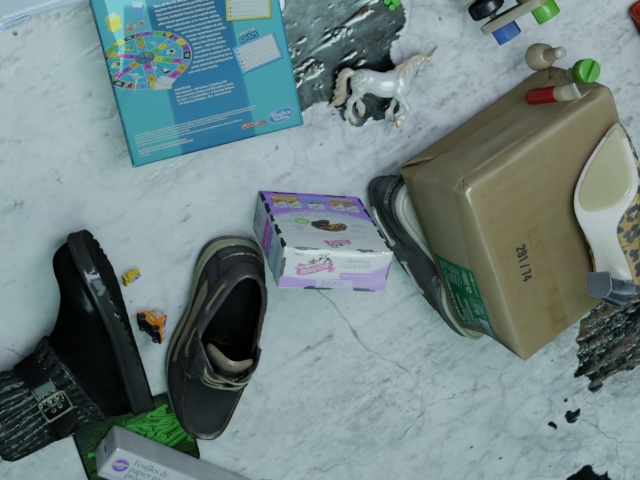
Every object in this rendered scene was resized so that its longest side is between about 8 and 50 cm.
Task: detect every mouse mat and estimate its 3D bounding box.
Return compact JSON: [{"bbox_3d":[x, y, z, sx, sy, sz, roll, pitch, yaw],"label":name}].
[{"bbox_3d":[-0.303,0.330,2.087,0.189,0.007,0.153,-17,119,-7],"label":"mouse mat"}]

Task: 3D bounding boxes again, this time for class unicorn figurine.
[{"bbox_3d":[0.099,-0.226,1.876,0.162,0.060,0.111,-1,117,-14],"label":"unicorn figurine"}]

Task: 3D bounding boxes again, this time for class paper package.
[{"bbox_3d":[0.317,-0.042,1.923,0.309,0.168,0.325,-34,122,-18],"label":"paper package"}]

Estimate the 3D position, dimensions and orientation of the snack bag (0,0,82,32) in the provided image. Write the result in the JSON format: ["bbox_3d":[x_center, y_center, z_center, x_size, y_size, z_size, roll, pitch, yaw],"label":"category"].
[{"bbox_3d":[-0.324,-0.455,1.571,0.323,0.037,0.342,-21,96,-14],"label":"snack bag"}]

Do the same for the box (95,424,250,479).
[{"bbox_3d":[-0.218,0.401,2.105,0.324,0.067,0.063,28,109,-28],"label":"box"}]

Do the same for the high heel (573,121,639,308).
[{"bbox_3d":[0.439,-0.032,1.877,0.186,0.093,0.261,16,80,-63],"label":"high heel"}]

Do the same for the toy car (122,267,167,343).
[{"bbox_3d":[-0.261,0.099,1.953,0.040,0.060,0.122,-36,133,-32],"label":"toy car"}]

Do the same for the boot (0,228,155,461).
[{"bbox_3d":[-0.410,0.167,1.903,0.260,0.131,0.348,-16,120,-6],"label":"boot"}]

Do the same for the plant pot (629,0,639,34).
[{"bbox_3d":[0.664,-0.266,1.905,0.267,0.267,0.236,-30,132,1],"label":"plant pot"}]

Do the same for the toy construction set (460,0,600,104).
[{"bbox_3d":[0.340,-0.345,1.731,0.257,0.237,0.309,-9,96,-16],"label":"toy construction set"}]

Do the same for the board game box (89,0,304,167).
[{"bbox_3d":[-0.179,-0.293,1.758,0.253,0.079,0.336,-15,119,-7],"label":"board game box"}]

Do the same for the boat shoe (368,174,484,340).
[{"bbox_3d":[0.180,0.020,2.019,0.112,0.095,0.335,-45,126,-19],"label":"boat shoe"}]

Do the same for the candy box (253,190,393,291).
[{"bbox_3d":[0.000,0.000,1.887,0.165,0.196,0.070,4,115,-16],"label":"candy box"}]

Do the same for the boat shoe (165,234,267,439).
[{"bbox_3d":[-0.161,0.169,1.969,0.132,0.130,0.355,3,115,-16],"label":"boat shoe"}]

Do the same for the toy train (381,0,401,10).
[{"bbox_3d":[0.086,-0.364,1.827,0.024,0.017,0.083,-45,119,-1],"label":"toy train"}]
